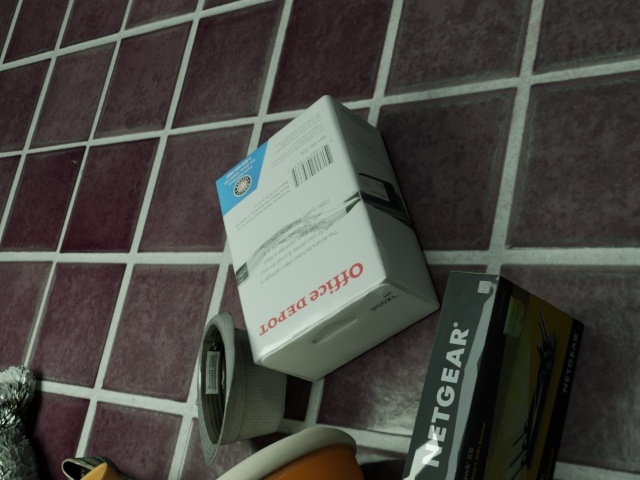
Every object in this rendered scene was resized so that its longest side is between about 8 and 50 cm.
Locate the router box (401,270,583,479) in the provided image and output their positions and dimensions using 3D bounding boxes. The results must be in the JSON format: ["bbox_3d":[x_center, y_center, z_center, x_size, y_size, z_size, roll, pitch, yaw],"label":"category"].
[{"bbox_3d":[0.233,0.221,1.225,0.081,0.243,0.308,4,75,43],"label":"router box"}]

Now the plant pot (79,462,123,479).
[{"bbox_3d":[-0.406,0.566,1.614,0.291,0.203,0.291,-44,6,6],"label":"plant pot"}]

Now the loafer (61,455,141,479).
[{"bbox_3d":[-0.411,0.490,1.792,0.268,0.084,0.096,15,82,45],"label":"loafer"}]

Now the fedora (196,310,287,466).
[{"bbox_3d":[-0.131,0.252,1.586,0.275,0.124,0.243,-116,36,-58],"label":"fedora"}]

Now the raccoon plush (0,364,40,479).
[{"bbox_3d":[-0.632,0.459,1.936,0.299,0.216,0.446,-9,65,31],"label":"raccoon plush"}]

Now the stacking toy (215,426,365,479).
[{"bbox_3d":[0.019,0.536,1.280,0.350,0.351,0.480,-47,63,16],"label":"stacking toy"}]

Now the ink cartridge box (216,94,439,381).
[{"bbox_3d":[0.000,0.000,1.587,0.285,0.166,0.394,-35,51,26],"label":"ink cartridge box"}]
